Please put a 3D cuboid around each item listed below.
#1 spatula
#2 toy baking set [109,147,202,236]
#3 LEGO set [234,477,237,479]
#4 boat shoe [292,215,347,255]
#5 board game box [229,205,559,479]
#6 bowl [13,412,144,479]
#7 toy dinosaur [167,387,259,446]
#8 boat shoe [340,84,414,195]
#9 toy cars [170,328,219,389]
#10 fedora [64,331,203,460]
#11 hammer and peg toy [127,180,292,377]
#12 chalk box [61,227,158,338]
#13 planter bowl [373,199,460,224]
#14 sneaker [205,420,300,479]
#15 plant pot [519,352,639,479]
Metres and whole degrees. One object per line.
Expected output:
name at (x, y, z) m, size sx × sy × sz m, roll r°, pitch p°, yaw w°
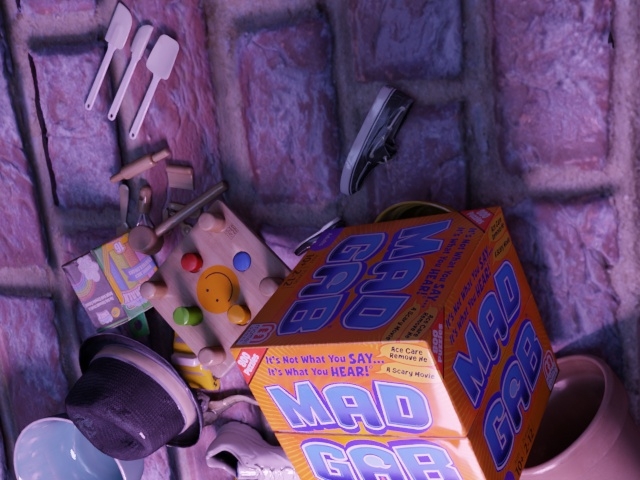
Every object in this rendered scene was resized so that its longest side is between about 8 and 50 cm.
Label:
spatula at (-0.390, -0.335, 1.784) m, size 0.168 × 0.019 × 0.242 m, roll 34°, pitch 116°, yaw 9°
toy baking set at (-0.361, -0.077, 1.846) m, size 0.256 × 0.030 × 0.197 m, roll -18°, pitch 99°, yaw 26°
LEGO set at (-0.160, 0.568, 1.936) m, size 0.227 × 0.093 × 0.087 m, roll 10°, pitch 150°, yaw -8°
boat shoe at (0.000, 0.000, 1.714) m, size 0.125 × 0.046 × 0.038 m, roll -35°, pitch 86°, yaw 19°
board game box at (0.142, 0.202, 1.469) m, size 0.356 × 0.356 × 0.356 m, roll -8°, pitch 119°, yaw 35°
bowl at (-0.533, 0.515, 2.033) m, size 0.311 × 0.163 × 0.311 m, roll 7°, pitch 109°, yaw 21°
toy dinosaur at (-0.261, 0.369, 1.921) m, size 0.268 × 0.064 × 0.118 m, roll -30°, pitch 122°, yaw 28°
boat shoe at (0.102, -0.171, 1.597) m, size 0.070 × 0.078 × 0.219 m, roll 30°, pitch 114°, yaw 13°
toy cars at (-0.215, 0.173, 1.833) m, size 0.176 × 0.087 × 0.394 m, roll 42°, pitch 117°, yaw 5°
fedora at (-0.414, 0.351, 1.837) m, size 0.334 × 0.152 × 0.334 m, roll 18°, pitch 129°, yaw 23°
hammer and peg toy at (-0.226, 0.052, 1.713) m, size 0.266 × 0.127 × 0.361 m, roll -48°, pitch 72°, yaw 11°
chalk box at (-0.421, 0.105, 1.860) m, size 0.132 × 0.132 × 0.213 m, roll -22°, pitch 99°, yaw 41°
planter bowl at (0.207, -0.001, 1.586) m, size 0.217 × 0.090 × 0.217 m, roll 16°, pitch 131°, yaw 20°
sneaker at (-0.109, 0.486, 1.866) m, size 0.297 × 0.129 × 0.111 m, roll 11°, pitch 108°, yaw 18°
plant pot at (0.467, 0.367, 1.545) m, size 0.229 × 0.263 × 0.263 m, roll 43°, pitch 119°, yaw -16°
